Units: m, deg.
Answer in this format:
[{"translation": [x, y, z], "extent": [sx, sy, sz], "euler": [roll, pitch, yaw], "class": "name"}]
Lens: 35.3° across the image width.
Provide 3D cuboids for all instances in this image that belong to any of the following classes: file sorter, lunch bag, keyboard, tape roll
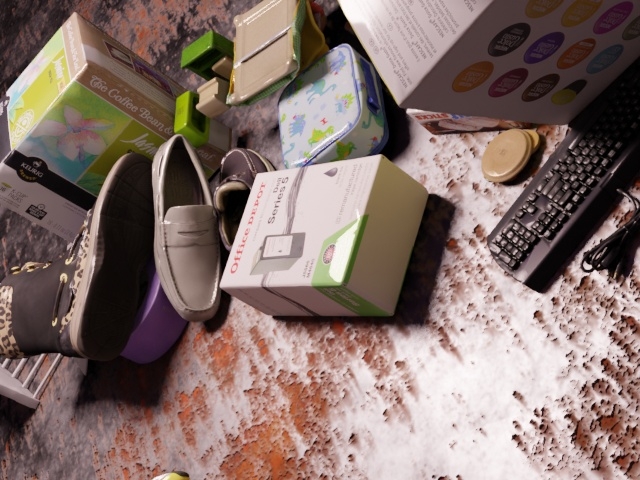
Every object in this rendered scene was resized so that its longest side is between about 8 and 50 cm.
[{"translation": [-0.651, 0.183, 2.002], "extent": [0.277, 0.193, 0.173], "euler": [19, 77, 52], "class": "file sorter"}, {"translation": [0.021, -0.196, 1.592], "extent": [0.176, 0.090, 0.219], "euler": [-36, 40, 27], "class": "lunch bag"}, {"translation": [0.338, -0.073, 1.198], "extent": [0.317, 0.033, 0.201], "euler": [-53, 37, 7], "class": "keyboard"}, {"translation": [-0.311, 0.114, 1.756], "extent": [0.189, 0.080, 0.189], "euler": [-29, 45, 34], "class": "tape roll"}]

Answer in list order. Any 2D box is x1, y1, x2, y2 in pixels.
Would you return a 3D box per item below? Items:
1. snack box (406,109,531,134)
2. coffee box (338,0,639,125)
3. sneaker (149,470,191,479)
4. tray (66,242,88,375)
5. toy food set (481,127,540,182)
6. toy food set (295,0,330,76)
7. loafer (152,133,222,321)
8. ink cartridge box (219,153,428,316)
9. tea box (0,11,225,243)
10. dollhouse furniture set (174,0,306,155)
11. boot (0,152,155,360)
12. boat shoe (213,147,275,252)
[{"translation": [0.204, -0.174, 1.391], "extent": [0.178, 0.064, 0.022], "euler": [3, 65, 49], "class": "snack box"}, {"translation": [0.220, -0.370, 1.160], "extent": [0.334, 0.337, 0.338], "euler": [-46, 60, 36], "class": "coffee box"}, {"translation": [-0.235, 0.434, 1.453], "extent": [0.094, 0.081, 0.209], "euler": [31, 96, 46], "class": "sneaker"}, {"translation": [-0.463, 0.112, 1.909], "extent": [0.270, 0.030, 0.145], "euler": [-110, 25, -47], "class": "tray"}, {"translation": [0.248, -0.113, 1.334], "extent": [0.082, 0.020, 0.083], "euler": [11, 74, 52], "class": "toy food set"}, {"translation": [-0.015, -0.382, 1.771], "extent": [0.128, 0.071, 0.218], "euler": [114, 149, -50], "class": "toy food set"}, {"translation": [-0.225, -0.024, 1.672], "extent": [0.111, 0.112, 0.320], "euler": [120, 138, -63], "class": "loafer"}, {"translation": [0.000, 0.000, 1.455], "extent": [0.272, 0.114, 0.199], "euler": [-5, 61, 47], "class": "ink cartridge box"}, {"translation": [-0.412, -0.178, 1.871], "extent": [0.323, 0.329, 0.220], "euler": [-46, 38, 16], "class": "tea box"}, {"translation": [-0.097, -0.286, 1.744], "extent": [0.301, 0.151, 0.198], "euler": [-25, 52, 37], "class": "dollhouse furniture set"}, {"translation": [-0.424, 0.039, 1.756], "extent": [0.284, 0.138, 0.378], "euler": [-12, 61, 39], "class": "boot"}, {"translation": [-0.130, -0.067, 1.669], "extent": [0.103, 0.092, 0.285], "euler": [-39, 41, 23], "class": "boat shoe"}]
